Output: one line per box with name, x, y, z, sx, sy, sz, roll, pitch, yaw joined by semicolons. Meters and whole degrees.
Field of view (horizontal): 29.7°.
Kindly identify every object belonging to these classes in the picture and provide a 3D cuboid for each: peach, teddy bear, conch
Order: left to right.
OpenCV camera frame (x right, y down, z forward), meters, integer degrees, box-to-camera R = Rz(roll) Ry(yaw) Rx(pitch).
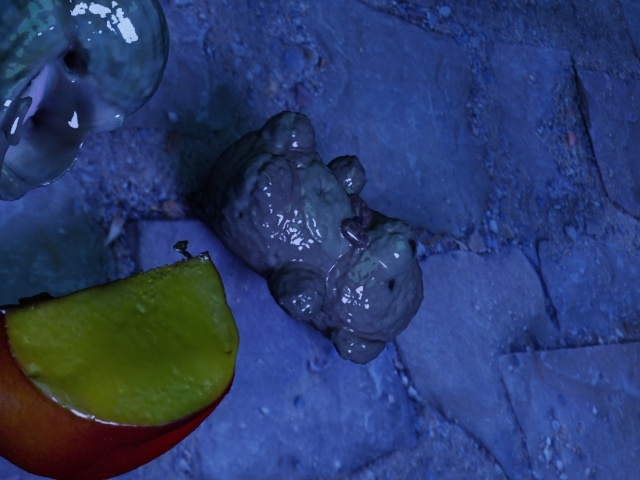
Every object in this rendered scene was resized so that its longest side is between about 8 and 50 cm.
conch;-0.243;-0.168;1.116;0.277;0.196;0.220;-68;158;-64
peach;-0.194;0.124;1.000;0.267;0.159;0.154;-17;69;-47
teddy bear;-0.001;0.000;1.248;0.267;0.151;0.236;40;40;-12
